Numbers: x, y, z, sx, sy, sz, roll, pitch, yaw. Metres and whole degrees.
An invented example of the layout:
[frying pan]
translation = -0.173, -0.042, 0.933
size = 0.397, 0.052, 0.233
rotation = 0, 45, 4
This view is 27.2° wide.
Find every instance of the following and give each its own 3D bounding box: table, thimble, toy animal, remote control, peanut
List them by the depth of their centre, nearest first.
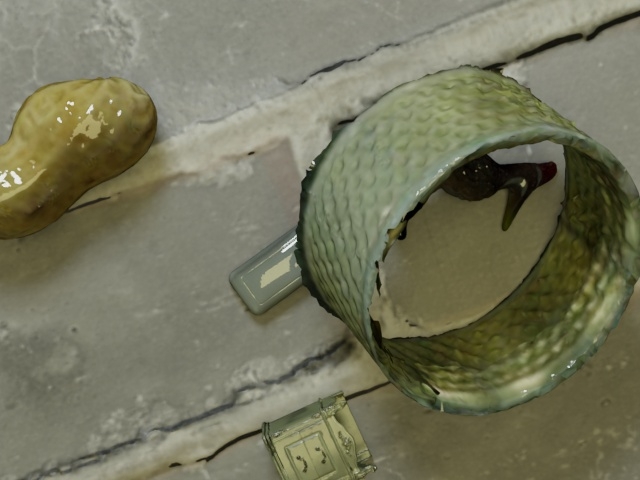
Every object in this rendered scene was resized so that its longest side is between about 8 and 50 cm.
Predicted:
[thimble]
translation = 0.126, 0.004, 1.118
size = 0.270, 0.150, 0.271
rotation = -10, 118, -18
[peanut]
translation = -0.251, -0.071, 1.181
size = 0.229, 0.098, 0.103
rotation = -33, 53, -1
[toy animal]
translation = 0.128, -0.060, 1.204
size = 0.202, 0.070, 0.105
rotation = 1, 128, -21
[table]
translation = -0.001, 0.192, 1.221
size = 0.083, 0.062, 0.079
rotation = -25, 95, -1
[remote control]
translation = 0.000, 0.000, 1.227
size = 0.184, 0.027, 0.050
rotation = -36, 94, -1
